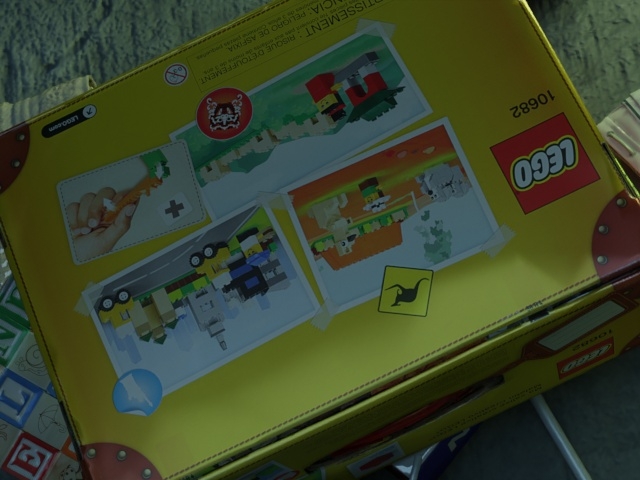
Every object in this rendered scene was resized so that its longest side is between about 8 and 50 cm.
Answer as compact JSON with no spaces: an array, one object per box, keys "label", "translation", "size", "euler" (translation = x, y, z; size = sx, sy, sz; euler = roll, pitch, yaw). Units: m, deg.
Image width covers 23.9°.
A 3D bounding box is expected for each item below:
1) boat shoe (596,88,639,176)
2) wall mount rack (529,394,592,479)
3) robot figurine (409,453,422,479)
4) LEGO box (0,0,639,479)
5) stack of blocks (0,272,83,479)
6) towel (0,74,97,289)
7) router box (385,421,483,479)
[{"label":"boat shoe","translation":[0.344,-0.045,1.450],"size":[0.075,0.083,0.226],"euler":[-36,52,10]},{"label":"wall mount rack","translation":[0.332,0.179,1.341],"size":[0.350,0.130,0.304],"euler":[-29,33,2]},{"label":"robot figurine","translation":[0.022,0.356,1.276],"size":[0.354,0.199,0.300],"euler":[-66,25,15]},{"label":"LEGO box","translation":[0.000,0.000,1.306],"size":[0.500,0.193,0.373],"euler":[-25,66,2]},{"label":"stack of blocks","translation":[-0.246,0.094,1.507],"size":[0.171,0.087,0.297],"euler":[32,78,-10]},{"label":"towel","translation":[-0.315,-0.034,1.639],"size":[0.187,0.049,0.282],"euler":[-16,66,9]},{"label":"router box","translation":[0.079,0.018,1.435],"size":[0.301,0.082,0.335],"euler":[37,80,23]}]
